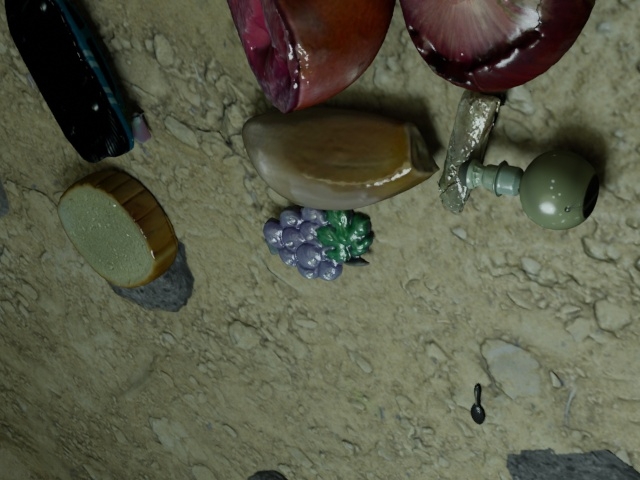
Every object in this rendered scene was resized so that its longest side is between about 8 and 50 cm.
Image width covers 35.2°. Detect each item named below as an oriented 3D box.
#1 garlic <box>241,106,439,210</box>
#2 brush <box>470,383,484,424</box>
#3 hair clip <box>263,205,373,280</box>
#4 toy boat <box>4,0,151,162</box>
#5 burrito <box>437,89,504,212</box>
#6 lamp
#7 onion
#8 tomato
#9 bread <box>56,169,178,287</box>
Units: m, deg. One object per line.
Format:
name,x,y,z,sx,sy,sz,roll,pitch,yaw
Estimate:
garlic,0.014,-0.104,1.333,0.318,0.112,0.143,3,118,36
brush,0.233,0.244,1.494,0.024,0.008,0.083,23,136,33
hair clip,0.001,-0.001,1.483,0.195,0.052,0.124,-11,109,40
toy boat,-0.373,-0.273,1.564,0.134,0.092,0.299,-6,115,43
burrito,0.177,-0.110,1.221,0.051,0.042,0.171,38,140,28
lamp,0.234,-0.065,1.160,0.163,0.091,0.091,13,130,31
onion,0.172,-0.272,0.993,0.248,0.161,0.248,9,108,30
tomato,-0.024,-0.325,1.126,0.289,0.176,0.335,-155,44,-72
bread,-0.357,-0.020,1.775,0.236,0.070,0.236,24,135,27
